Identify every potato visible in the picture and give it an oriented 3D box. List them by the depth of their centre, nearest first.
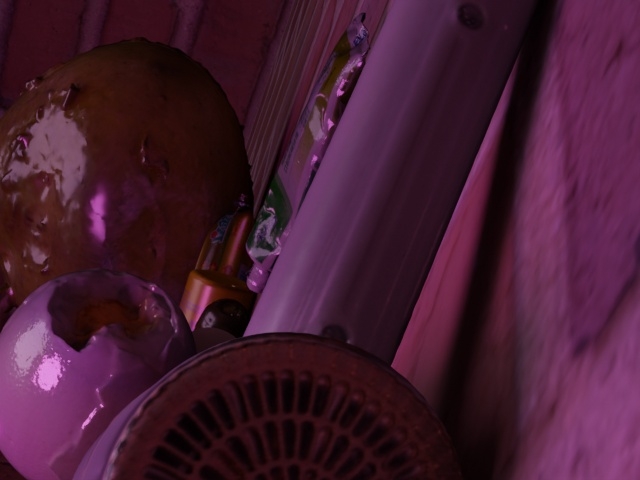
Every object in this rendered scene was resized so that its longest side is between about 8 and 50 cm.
[{"bbox_3d":[-0.283,-0.031,1.695,0.319,0.385,0.442,-97,7,-69],"label":"potato"}]

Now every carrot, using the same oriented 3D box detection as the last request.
[{"bbox_3d":[-0.115,0.136,1.308,0.060,0.060,0.186,-81,8,-52],"label":"carrot"}]

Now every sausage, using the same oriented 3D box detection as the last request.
[{"bbox_3d":[-0.140,0.110,1.540,0.082,0.082,0.372,126,161,-71],"label":"sausage"}]

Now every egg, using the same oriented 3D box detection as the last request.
[{"bbox_3d":[-0.204,0.137,1.103,0.183,0.183,0.217,-83,12,-57],"label":"egg"}]

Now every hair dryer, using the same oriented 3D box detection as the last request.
[{"bbox_3d":[0.022,-0.014,0.451,0.357,0.107,0.173,-65,9,-17],"label":"hair dryer"}]

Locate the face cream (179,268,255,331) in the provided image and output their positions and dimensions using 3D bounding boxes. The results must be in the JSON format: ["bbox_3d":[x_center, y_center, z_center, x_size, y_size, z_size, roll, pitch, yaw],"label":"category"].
[{"bbox_3d":[-0.149,0.171,1.411,0.078,0.078,0.274,-112,40,-80],"label":"face cream"}]

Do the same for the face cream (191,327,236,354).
[{"bbox_3d":[-0.130,0.171,1.259,0.114,0.070,0.224,61,151,25],"label":"face cream"}]

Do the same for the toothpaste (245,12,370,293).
[{"bbox_3d":[-0.009,-0.060,0.993,0.078,0.046,0.248,-92,22,-59],"label":"toothpaste"}]
